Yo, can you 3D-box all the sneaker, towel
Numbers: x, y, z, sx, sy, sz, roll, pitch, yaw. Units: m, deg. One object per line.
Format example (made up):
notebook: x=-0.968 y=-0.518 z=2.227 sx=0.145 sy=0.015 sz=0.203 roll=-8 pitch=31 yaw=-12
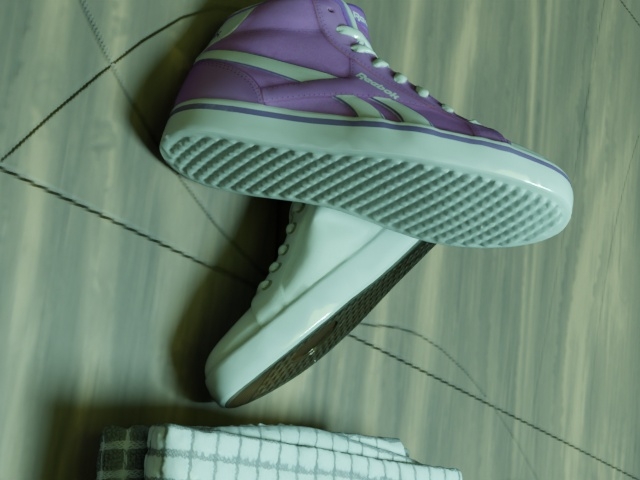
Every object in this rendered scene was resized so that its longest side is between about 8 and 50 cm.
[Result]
sneaker: x=0.000 y=0.000 z=0.800 sx=0.123 sy=0.106 sz=0.290 roll=42 pitch=65 yaw=11
towel: x=-0.026 y=0.247 z=0.721 sx=0.283 sy=0.121 sz=0.235 roll=16 pitch=67 yaw=-42
sneaker: x=0.045 y=-0.098 z=0.738 sx=0.102 sy=0.282 sz=0.161 roll=91 pitch=17 yaw=-59
